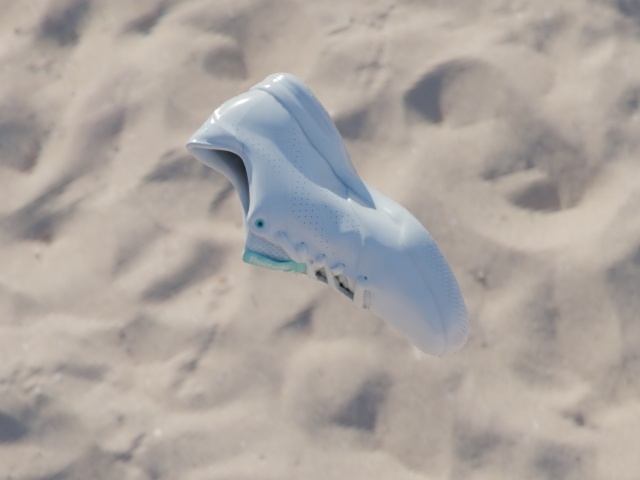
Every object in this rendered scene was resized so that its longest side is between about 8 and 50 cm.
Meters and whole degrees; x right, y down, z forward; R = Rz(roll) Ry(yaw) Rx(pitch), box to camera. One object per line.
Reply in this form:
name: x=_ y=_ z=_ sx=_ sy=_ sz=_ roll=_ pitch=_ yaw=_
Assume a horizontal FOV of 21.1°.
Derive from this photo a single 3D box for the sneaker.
sneaker: x=0.000 y=0.000 z=1.057 sx=0.094 sy=0.080 sz=0.212 roll=-33 pitch=73 yaw=-24
